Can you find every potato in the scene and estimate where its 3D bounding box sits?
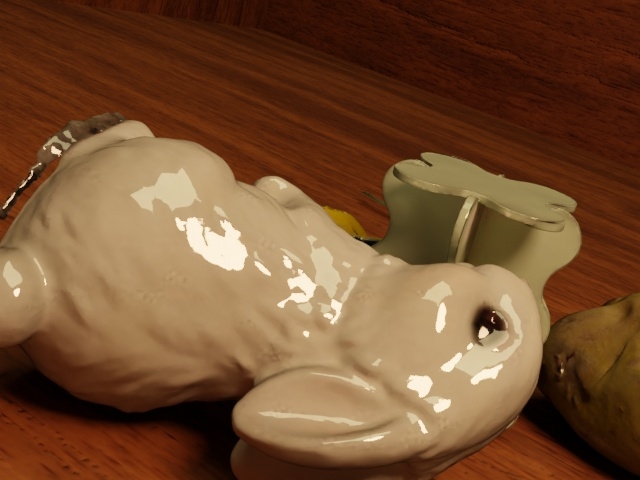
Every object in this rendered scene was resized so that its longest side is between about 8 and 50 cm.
[{"bbox_3d":[0.277,0.124,0.829,0.154,0.137,0.200,-32,34,-16],"label":"potato"}]

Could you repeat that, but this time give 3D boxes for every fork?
[{"bbox_3d":[0.136,-0.017,1.328,0.039,0.021,0.235,4,19,-46],"label":"fork"}]

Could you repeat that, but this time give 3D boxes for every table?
[{"bbox_3d":[0.105,0.047,0.792,0.166,0.198,0.166,14,17,-4],"label":"table"}]

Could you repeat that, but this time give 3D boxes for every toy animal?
[{"bbox_3d":[-0.040,0.055,0.647,0.357,0.194,0.258,22,40,17],"label":"toy animal"}]

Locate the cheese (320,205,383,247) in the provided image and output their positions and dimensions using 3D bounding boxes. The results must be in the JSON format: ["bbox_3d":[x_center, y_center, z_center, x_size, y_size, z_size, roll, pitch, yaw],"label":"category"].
[{"bbox_3d":[0.000,0.000,0.965,0.177,0.069,0.270,10,-5,-42],"label":"cheese"}]
